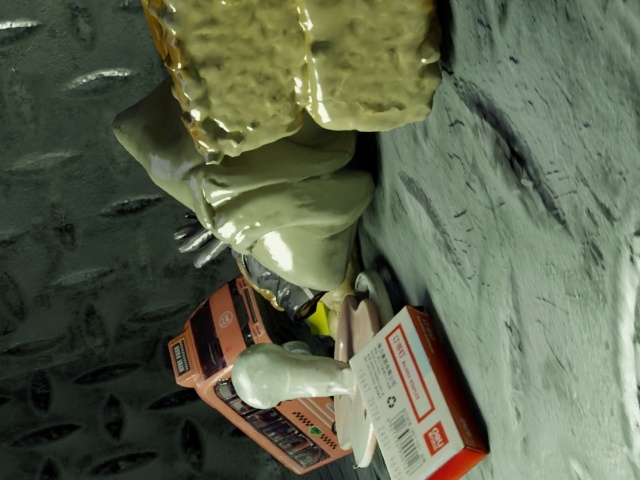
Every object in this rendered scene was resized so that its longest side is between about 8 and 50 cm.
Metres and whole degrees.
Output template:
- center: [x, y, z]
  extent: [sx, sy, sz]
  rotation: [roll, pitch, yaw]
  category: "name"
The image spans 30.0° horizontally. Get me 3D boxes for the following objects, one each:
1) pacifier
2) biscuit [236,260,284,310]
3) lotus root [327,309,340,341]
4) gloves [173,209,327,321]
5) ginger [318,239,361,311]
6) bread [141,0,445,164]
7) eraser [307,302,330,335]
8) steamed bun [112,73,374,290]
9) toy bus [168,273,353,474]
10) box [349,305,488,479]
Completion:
- center: [0.029, 0.196, 1.722]
  extent: [0.220, 0.273, 0.332]
  rotation: [56, 174, -5]
  category: "pacifier"
- center: [-0.092, 0.014, 2.022]
  extent: [0.184, 0.035, 0.249]
  rotation: [32, -150, -37]
  category: "biscuit"
- center: [0.044, 0.145, 2.065]
  extent: [0.150, 0.062, 0.073]
  rotation: [78, 177, -67]
  category: "lotus root"
- center: [-0.102, 0.026, 1.830]
  extent: [0.285, 0.119, 0.142]
  rotation: [28, 170, 24]
  category: "gloves"
- center: [0.000, 0.000, 1.884]
  extent: [0.221, 0.130, 0.276]
  rotation: [40, 151, 61]
  category: "ginger"
- center: [-0.062, -0.329, 1.145]
  extent: [0.390, 0.279, 0.371]
  rotation: [-116, 11, -46]
  category: "bread"
- center: [0.008, 0.095, 2.134]
  extent: [0.097, 0.045, 0.122]
  rotation: [-43, -55, -54]
  category: "eraser"
- center: [-0.078, -0.130, 1.639]
  extent: [0.367, 0.255, 0.342]
  rotation: [41, -173, 29]
  category: "steamed bun"
- center: [-0.081, 0.255, 2.230]
  extent: [0.427, 0.233, 0.203]
  rotation: [49, -165, -45]
  category: "toy bus"
- center: [0.114, 0.197, 1.458]
  extent: [0.123, 0.050, 0.229]
  rotation: [-47, 43, 27]
  category: "box"
